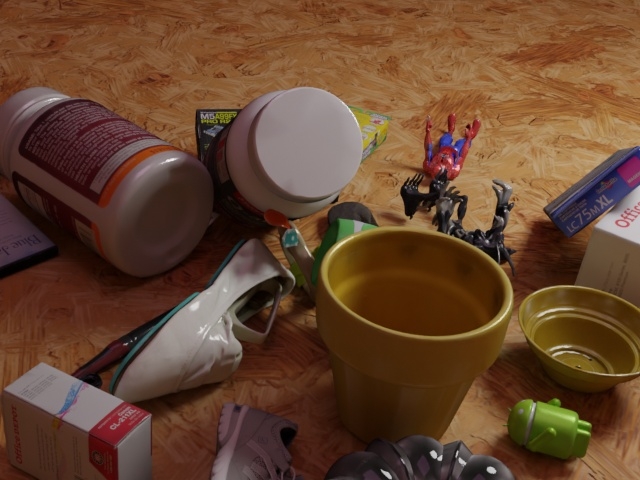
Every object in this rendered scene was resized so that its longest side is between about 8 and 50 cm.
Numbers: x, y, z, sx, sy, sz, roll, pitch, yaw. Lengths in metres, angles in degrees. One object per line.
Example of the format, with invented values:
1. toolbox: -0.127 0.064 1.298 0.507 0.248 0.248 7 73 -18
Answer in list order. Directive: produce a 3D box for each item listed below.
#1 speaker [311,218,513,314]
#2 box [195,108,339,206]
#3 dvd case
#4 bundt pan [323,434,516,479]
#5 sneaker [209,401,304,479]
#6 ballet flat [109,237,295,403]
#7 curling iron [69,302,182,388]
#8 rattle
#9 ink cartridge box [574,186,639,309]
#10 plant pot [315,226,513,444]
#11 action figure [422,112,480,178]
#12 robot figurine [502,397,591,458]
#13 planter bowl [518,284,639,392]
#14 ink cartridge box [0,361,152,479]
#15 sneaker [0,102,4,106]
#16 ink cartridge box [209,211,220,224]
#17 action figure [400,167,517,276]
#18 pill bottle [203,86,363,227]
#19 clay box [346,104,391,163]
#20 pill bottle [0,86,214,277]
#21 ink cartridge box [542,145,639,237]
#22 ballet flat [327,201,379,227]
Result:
1. speaker: 0.141 0.069 1.359 0.296 0.131 0.131 22 31 -11
2. box: -0.108 -0.169 1.758 0.269 0.060 0.216 -2 51 -12
3. dvd case: -0.596 -0.016 1.514 0.253 0.022 0.180 37 43 29
4. bundt pan: 0.122 0.346 1.000 0.330 0.124 0.331 4 32 -2
5. sneaker: -0.074 0.295 1.062 0.115 0.105 0.281 4 32 -3
6. ballet flat: -0.149 0.126 1.309 0.139 0.139 0.400 17 34 17
7. curling iron: -0.282 0.166 1.294 0.068 0.035 0.274 26 38 21
8. rattle: 0.000 0.000 1.424 0.142 0.200 0.130 -16 42 1
9. ink cartridge box: 0.670 0.059 1.485 0.394 0.166 0.285 25 37 28
10. plant pot: 0.112 0.146 1.199 0.253 0.239 0.254 5 32 -3
11. action figure: 0.284 -0.229 1.906 0.091 0.139 0.280 14 36 14
12. robot figurine: 0.309 0.258 1.213 0.115 0.067 0.101 14 24 14
13. planter bowl: 0.401 0.167 1.347 0.217 0.090 0.217 4 34 -3
14. ink cartridge box: -0.298 0.244 1.086 0.175 0.128 0.072 20 34 21
15. sneaker: -0.672 -0.163 1.700 0.118 0.110 0.292 -7 32 26
16. ink cartridge box: -0.231 -0.038 1.621 0.083 0.028 0.048 16 34 16
17. action figure: 0.265 -0.048 1.616 0.164 0.141 0.275 -3 31 -34
18. pill bottle: -0.070 -0.135 1.485 0.210 0.210 0.363 -5 -2 -17
19. clay box: 0.059 -0.227 1.935 0.127 0.053 0.222 19 35 20
20. pill bottle: -0.392 -0.115 1.539 0.392 0.224 0.224 30 40 32
21. ink cartridge box: 0.490 -0.087 1.569 0.065 0.185 0.311 52 12 6
22. ballet flat: 0.088 0.001 1.598 0.084 0.058 0.250 -31 38 -13
